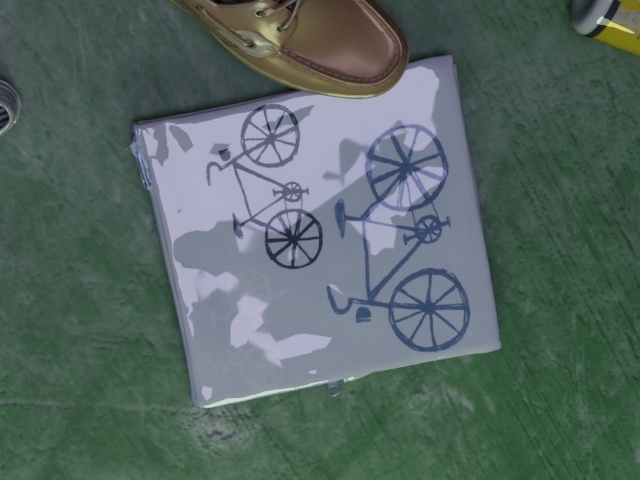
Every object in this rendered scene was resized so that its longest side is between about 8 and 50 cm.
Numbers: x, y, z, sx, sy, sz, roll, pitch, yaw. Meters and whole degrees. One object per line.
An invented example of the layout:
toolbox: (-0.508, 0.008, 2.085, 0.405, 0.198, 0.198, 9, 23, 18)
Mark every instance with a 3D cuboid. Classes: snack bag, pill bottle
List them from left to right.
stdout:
snack bag: (0.000, 0.000, 1.861, 0.342, 0.037, 0.323, -13, 106, -5)
pill bottle: (0.349, -0.225, 1.817, 0.184, 0.103, 0.103, 18, 102, -13)

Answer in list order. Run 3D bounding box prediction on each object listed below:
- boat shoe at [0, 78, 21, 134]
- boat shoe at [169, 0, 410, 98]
boat shoe: (-0.395, -0.092, 1.755, 0.226, 0.076, 0.083, -30, 107, 0)
boat shoe: (-0.061, -0.236, 1.737, 0.341, 0.110, 0.122, 26, 85, -13)
